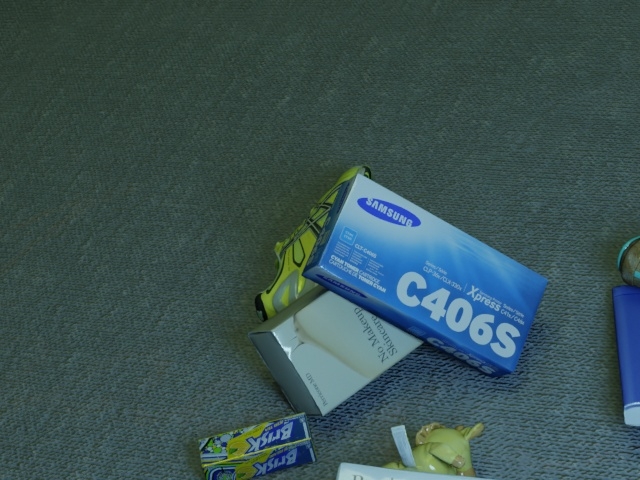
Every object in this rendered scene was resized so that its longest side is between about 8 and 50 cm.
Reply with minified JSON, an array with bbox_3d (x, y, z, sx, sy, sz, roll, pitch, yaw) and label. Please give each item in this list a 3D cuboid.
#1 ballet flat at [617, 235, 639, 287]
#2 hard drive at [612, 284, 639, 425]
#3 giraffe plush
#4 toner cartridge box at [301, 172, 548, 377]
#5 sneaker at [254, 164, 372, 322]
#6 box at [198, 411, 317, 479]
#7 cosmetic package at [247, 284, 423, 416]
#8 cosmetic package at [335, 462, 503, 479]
[{"bbox_3d":[0.619,0.010,2.046,0.342,0.116,0.124,-18,40,-31],"label":"ballet flat"},{"bbox_3d":[0.543,0.157,1.925,0.210,0.040,0.319,-4,28,11],"label":"hard drive"},{"bbox_3d":[0.153,0.328,1.812,0.181,0.210,0.170,3,13,24],"label":"giraffe plush"},{"bbox_3d":[0.161,0.056,1.982,0.347,0.075,0.165,28,69,-12],"label":"toner cartridge box"},{"bbox_3d":[0.000,0.000,2.239,0.147,0.145,0.385,3,40,20],"label":"sneaker"},{"bbox_3d":[-0.094,0.314,1.963,0.168,0.054,0.059,-15,39,-1],"label":"box"},{"bbox_3d":[0.062,0.124,2.040,0.309,0.160,0.113,-35,8,-24],"label":"cosmetic package"},{"bbox_3d":[0.101,0.504,1.514,0.230,0.161,0.453,4,55,10],"label":"cosmetic package"}]
